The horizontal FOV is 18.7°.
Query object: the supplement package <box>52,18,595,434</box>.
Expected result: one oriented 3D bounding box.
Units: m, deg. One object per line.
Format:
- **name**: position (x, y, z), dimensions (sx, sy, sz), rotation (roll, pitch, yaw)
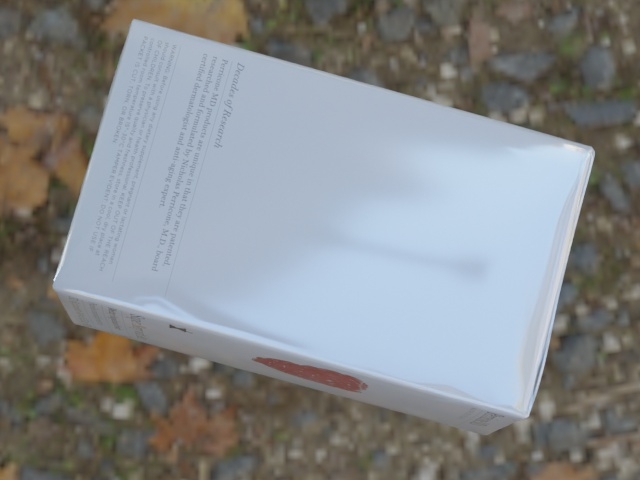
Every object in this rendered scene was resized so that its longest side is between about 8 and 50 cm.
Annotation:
- **supplement package**: position (0.000, 0.000, 1.225), dimensions (0.293, 0.175, 0.177), rotation (15, 170, 0)
